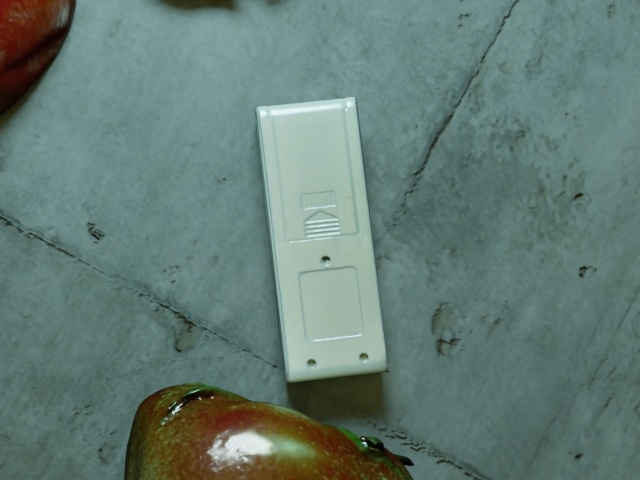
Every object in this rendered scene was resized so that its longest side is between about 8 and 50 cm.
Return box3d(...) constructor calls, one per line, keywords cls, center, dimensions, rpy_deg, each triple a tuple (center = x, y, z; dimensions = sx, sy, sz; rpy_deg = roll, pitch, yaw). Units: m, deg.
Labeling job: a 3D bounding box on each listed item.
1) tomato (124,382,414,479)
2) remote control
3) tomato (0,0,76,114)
box3d(cls="tomato", center=(-0.062, 0.268, 1.581), dimensions=(0.304, 0.303, 0.239), rpy_deg=(18, 81, -3))
box3d(cls="remote control", center=(0.000, 0.000, 1.734), dimensions=(0.103, 0.055, 0.277), rpy_deg=(-6, 85, -5))
box3d(cls="tomato", center=(-0.404, -0.257, 1.687), dimensions=(0.338, 0.144, 0.338), rpy_deg=(0, 86, -4))
